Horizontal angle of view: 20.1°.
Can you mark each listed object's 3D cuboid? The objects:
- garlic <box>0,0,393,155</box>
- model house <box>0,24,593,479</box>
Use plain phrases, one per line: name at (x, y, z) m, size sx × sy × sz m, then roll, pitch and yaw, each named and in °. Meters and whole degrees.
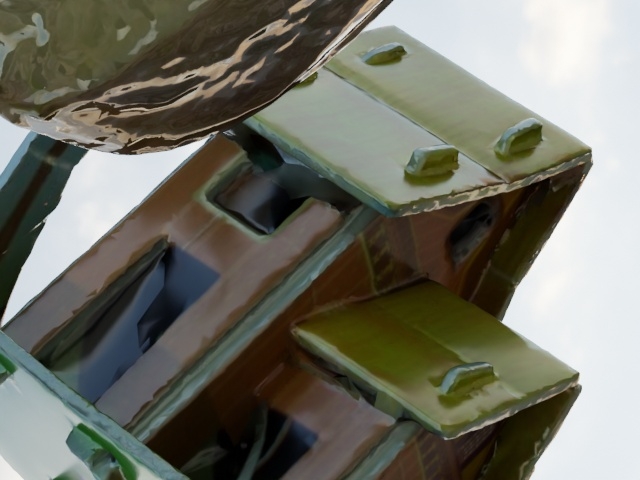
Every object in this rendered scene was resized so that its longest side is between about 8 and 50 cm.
garlic at (-0.026, -0.093, 0.580) m, size 0.195 × 0.087 × 0.101 m, roll -34°, pitch -8°, yaw -6°
model house at (0.000, 0.000, 0.860) m, size 0.323 × 0.300 × 0.340 m, roll -44°, pitch -34°, yaw -22°
